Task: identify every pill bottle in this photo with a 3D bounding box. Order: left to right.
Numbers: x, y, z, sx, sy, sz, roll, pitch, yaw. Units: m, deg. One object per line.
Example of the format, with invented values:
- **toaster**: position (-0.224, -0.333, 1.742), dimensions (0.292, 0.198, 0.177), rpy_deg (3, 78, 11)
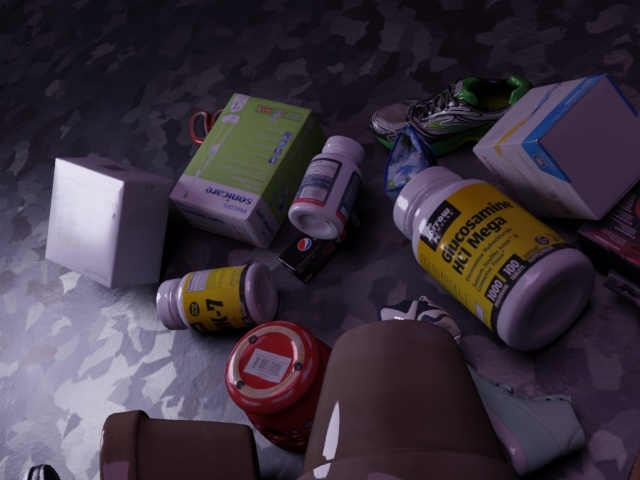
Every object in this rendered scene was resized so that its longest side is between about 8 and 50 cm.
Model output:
- **pill bottle**: position (-0.197, 0.112, 1.694), dimensions (0.209, 0.119, 0.119), rpy_deg (-9, 54, 21)
- **pill bottle**: position (0.019, -0.103, 1.677), dimensions (0.108, 0.108, 0.180), rpy_deg (7, 60, 30)
- **pill bottle**: position (0.275, 0.016, 1.485), dimensions (0.188, 0.188, 0.334), rpy_deg (-41, 49, -5)

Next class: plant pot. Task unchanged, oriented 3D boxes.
- **plant pot**: position (-0.215, 0.395, 1.446), dimensions (0.229, 0.263, 0.263), rpy_deg (-8, 52, -3)
- **plant pot**: position (-0.053, 0.237, 1.502), dimensions (0.191, 0.174, 0.191), rpy_deg (-13, 51, 16)
- **plant pot**: position (0.113, 0.278, 1.279), dimensions (0.323, 0.323, 0.280), rpy_deg (-14, 56, 17)

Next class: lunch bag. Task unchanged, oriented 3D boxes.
- **lunch bag**: position (0.180, -0.121, 1.668), dimensions (0.096, 0.129, 0.151), rpy_deg (-10, 52, 19)

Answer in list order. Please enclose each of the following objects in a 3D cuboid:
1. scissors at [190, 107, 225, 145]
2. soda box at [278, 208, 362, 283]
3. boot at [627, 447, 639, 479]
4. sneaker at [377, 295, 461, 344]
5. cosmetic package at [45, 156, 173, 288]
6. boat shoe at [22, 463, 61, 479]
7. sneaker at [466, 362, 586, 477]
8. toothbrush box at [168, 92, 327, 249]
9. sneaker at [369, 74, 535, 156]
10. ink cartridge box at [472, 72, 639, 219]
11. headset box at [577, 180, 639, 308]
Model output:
- **scissors**: position (-0.235, -0.189, 1.993), dimensions (0.109, 0.021, 0.297), rpy_deg (-14, 55, 6)
- **soda box**: position (0.000, 0.000, 1.719), dimensions (0.169, 0.053, 0.060), rpy_deg (-46, 49, -11)
- **boot**: position (0.505, 0.408, 1.182), dimensions (0.207, 0.090, 0.248), rpy_deg (9, 59, 17)
- **sneaker**: position (0.125, 0.188, 1.510), dimensions (0.235, 0.094, 0.153), rpy_deg (-54, 23, 15)
- **cosmetic package**: position (-0.443, -0.042, 1.846), dimensions (0.224, 0.138, 0.224), rpy_deg (18, 106, 35)
- **boat shoe**: position (-0.435, 0.513, 1.538), dimensions (0.091, 0.114, 0.302), rpy_deg (-30, 61, 5)
- **sneaker**: position (0.301, 0.260, 1.380), dimensions (0.151, 0.094, 0.256), rpy_deg (-13, 31, -15)
- **toothbrush box**: position (-0.146, -0.149, 1.847), dimensions (0.206, 0.122, 0.283), rpy_deg (16, 64, 29)
- **sneaker**: position (0.256, -0.258, 1.718), dimensions (0.344, 0.146, 0.134), rpy_deg (-7, 55, 23)
- **ink cartridge box**: position (0.407, -0.152, 1.488), dimensions (0.168, 0.171, 0.233), rpy_deg (-45, 14, -9)
- **headset box**: position (0.573, -0.017, 1.413), dimensions (0.293, 0.110, 0.218), rpy_deg (-45, 50, -9)
